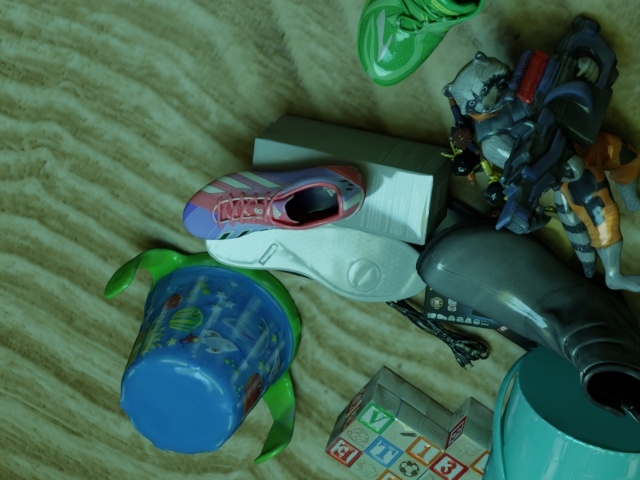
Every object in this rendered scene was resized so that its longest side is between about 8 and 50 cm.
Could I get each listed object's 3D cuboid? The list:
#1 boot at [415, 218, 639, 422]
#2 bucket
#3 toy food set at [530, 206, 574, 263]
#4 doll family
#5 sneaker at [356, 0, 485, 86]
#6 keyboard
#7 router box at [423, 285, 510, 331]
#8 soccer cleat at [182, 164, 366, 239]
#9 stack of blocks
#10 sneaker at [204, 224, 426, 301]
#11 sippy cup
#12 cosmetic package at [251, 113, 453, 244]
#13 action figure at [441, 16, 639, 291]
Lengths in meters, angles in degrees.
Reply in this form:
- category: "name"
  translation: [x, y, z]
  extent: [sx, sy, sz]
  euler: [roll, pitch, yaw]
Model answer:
- category: "boot"
  translation: [0.291, 0.102, 1.750]
  extent: [0.338, 0.223, 0.118]
  euler: [17, 118, -26]
- category: "bucket"
  translation: [0.354, 0.266, 1.869]
  extent: [0.281, 0.281, 0.183]
  euler: [14, 122, 8]
- category: "toy food set"
  translation: [0.294, 0.001, 1.861]
  extent: [0.082, 0.020, 0.083]
  euler: [-33, 100, 16]
- category: "doll family"
  translation: [0.200, -0.097, 1.786]
  extent: [0.076, 0.111, 0.193]
  euler: [-33, 106, 30]
- category: "sneaker"
  translation: [0.131, -0.294, 1.680]
  extent: [0.109, 0.123, 0.295]
  euler: [35, 124, -7]
- category: "keyboard"
  translation: [0.185, 0.057, 1.934]
  extent: [0.317, 0.033, 0.201]
  euler: [34, 117, -5]
- category: "router box"
  translation: [0.200, 0.066, 1.895]
  extent: [0.122, 0.038, 0.092]
  euler: [7, 116, 9]
- category: "soccer cleat"
  translation: [-0.064, -0.043, 1.745]
  extent: [0.248, 0.095, 0.083]
  euler: [-8, 104, 20]
- category: "stack of blocks"
  translation: [0.178, 0.311, 2.054]
  extent: [0.297, 0.087, 0.171]
  euler: [35, 123, -6]
- category: "sneaker"
  translation: [0.000, 0.000, 1.896]
  extent: [0.295, 0.147, 0.105]
  euler: [12, 105, -1]
- category: "sippy cup"
  translation: [-0.166, 0.170, 1.988]
  extent: [0.305, 0.224, 0.240]
  euler: [20, 123, 4]
- category: "cosmetic package"
  translation: [0.039, -0.080, 1.820]
  extent: [0.237, 0.127, 0.107]
  euler: [11, 113, 16]
- category: "action figure"
  translation: [0.264, -0.077, 1.674]
  extent: [0.330, 0.341, 0.178]
  euler: [46, 141, -13]
